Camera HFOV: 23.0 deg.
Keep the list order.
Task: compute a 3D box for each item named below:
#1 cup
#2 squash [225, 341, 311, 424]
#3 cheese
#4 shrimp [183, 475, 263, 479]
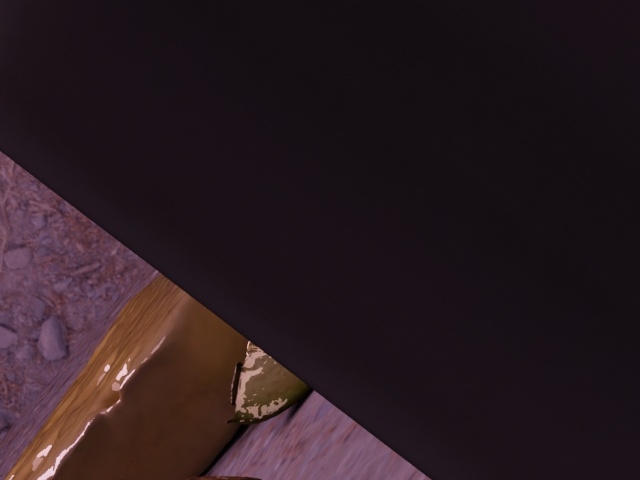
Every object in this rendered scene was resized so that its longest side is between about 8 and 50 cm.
[{"bbox_3d":[0.044,-0.046,0.473,0.205,0.312,0.205,-50,12,14],"label":"cup"},{"bbox_3d":[0.000,0.000,1.151,0.252,0.093,0.169,-61,-32,-47],"label":"squash"},{"bbox_3d":[-0.193,0.193,1.375,0.384,0.104,0.384,-49,9,11],"label":"cheese"},{"bbox_3d":[-0.067,0.174,0.941,0.296,0.058,0.169,-12,12,47],"label":"shrimp"}]
